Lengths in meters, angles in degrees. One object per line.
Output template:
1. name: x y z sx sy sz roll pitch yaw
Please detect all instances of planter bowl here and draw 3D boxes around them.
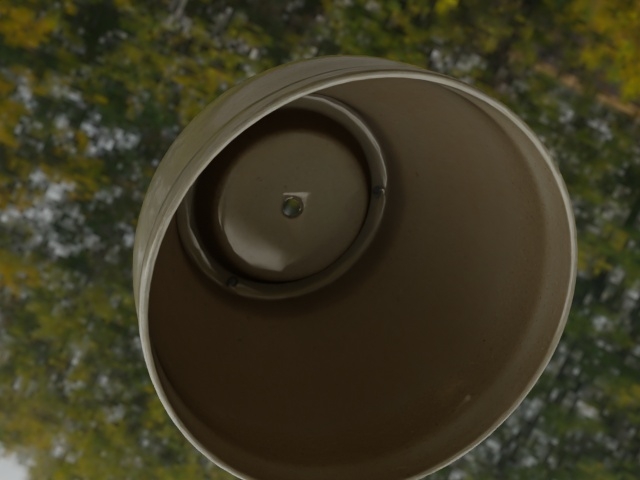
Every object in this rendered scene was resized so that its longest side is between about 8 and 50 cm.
1. planter bowl: 0.000 0.000 0.545 0.162 0.162 0.109 21 -167 -26
